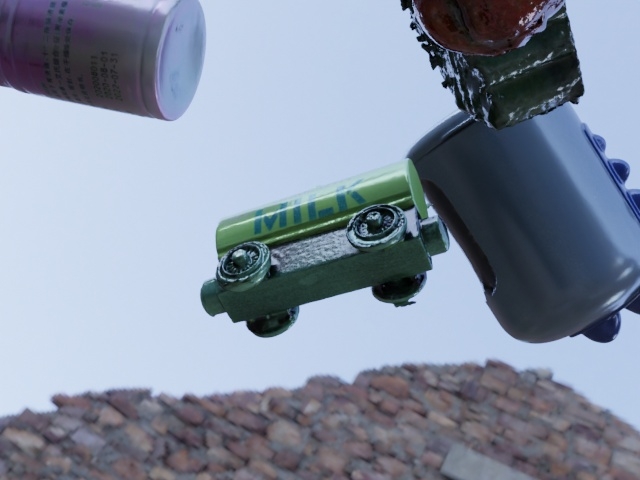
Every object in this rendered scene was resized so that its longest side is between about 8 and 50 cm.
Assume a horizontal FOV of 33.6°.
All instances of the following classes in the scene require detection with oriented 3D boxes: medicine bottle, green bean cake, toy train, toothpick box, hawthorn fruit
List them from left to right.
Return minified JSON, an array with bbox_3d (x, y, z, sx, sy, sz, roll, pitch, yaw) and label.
[{"bbox_3d":[-0.278,-0.236,1.247,0.254,0.152,0.152,13,-48,13],"label":"medicine bottle"},{"bbox_3d":[0.000,0.000,1.056,0.253,0.157,0.105,-17,-50,14],"label":"toy train"},{"bbox_3d":[0.138,-0.211,0.961,0.208,0.107,0.193,66,-10,-24],"label":"green bean cake"},{"bbox_3d":[0.085,-0.144,0.553,0.093,0.093,0.093,17,-48,19],"label":"hawthorn fruit"},{"bbox_3d":[0.301,-0.026,1.399,0.263,0.263,0.354,-37,-99,45],"label":"toothpick box"}]
